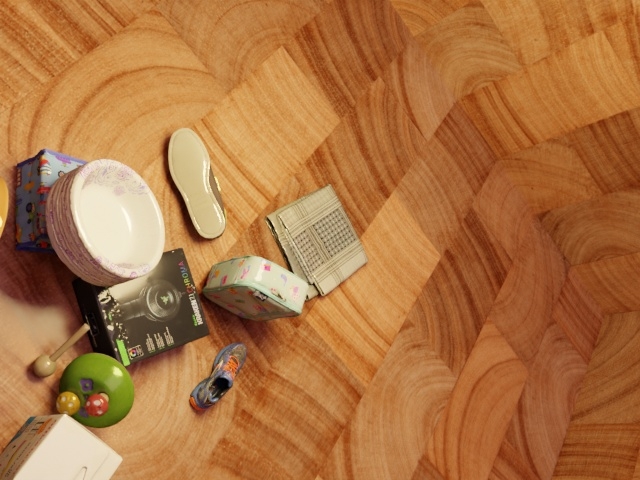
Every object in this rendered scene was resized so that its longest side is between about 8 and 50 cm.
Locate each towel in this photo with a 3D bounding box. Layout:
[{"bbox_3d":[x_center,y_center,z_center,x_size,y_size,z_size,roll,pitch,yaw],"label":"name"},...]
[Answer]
[{"bbox_3d":[0.000,0.000,2.188,0.324,0.056,0.312,-32,98,-40],"label":"towel"}]

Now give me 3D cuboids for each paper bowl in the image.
[{"bbox_3d":[-0.505,-0.033,1.540,0.284,0.148,0.284,44,36,-45],"label":"paper bowl"}]

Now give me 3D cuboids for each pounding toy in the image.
[{"bbox_3d":[-0.547,0.340,1.527,0.237,0.183,0.110,54,12,-5],"label":"pounding toy"}]

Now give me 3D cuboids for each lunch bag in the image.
[{"bbox_3d":[-0.176,0.142,1.847,0.224,0.279,0.108,36,61,-30],"label":"lunch bag"},{"bbox_3d":[-0.595,-0.076,1.681,0.293,0.138,0.221,12,68,-51],"label":"lunch bag"}]

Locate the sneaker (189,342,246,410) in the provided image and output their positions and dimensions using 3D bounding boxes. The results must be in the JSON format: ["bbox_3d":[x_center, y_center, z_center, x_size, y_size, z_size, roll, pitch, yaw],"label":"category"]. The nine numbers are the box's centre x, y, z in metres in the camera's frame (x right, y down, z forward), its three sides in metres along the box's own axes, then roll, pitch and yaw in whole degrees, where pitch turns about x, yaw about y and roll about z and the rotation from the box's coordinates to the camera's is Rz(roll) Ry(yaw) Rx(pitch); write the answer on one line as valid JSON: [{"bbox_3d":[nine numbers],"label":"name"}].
[{"bbox_3d":[-0.262,0.373,1.836,0.083,0.087,0.221,47,53,-21],"label":"sneaker"}]

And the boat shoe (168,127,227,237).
[{"bbox_3d":[-0.348,-0.159,1.913,0.116,0.097,0.325,-20,87,-1],"label":"boat shoe"}]

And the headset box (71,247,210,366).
[{"bbox_3d":[-0.462,0.174,1.696,0.283,0.131,0.247,-16,87,-41],"label":"headset box"}]

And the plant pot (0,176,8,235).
[{"bbox_3d":[-0.803,-0.047,1.337,0.203,0.290,0.291,34,57,-47],"label":"plant pot"}]

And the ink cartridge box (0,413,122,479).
[{"bbox_3d":[-0.578,0.491,1.436,0.168,0.232,0.171,47,52,-20],"label":"ink cartridge box"}]
